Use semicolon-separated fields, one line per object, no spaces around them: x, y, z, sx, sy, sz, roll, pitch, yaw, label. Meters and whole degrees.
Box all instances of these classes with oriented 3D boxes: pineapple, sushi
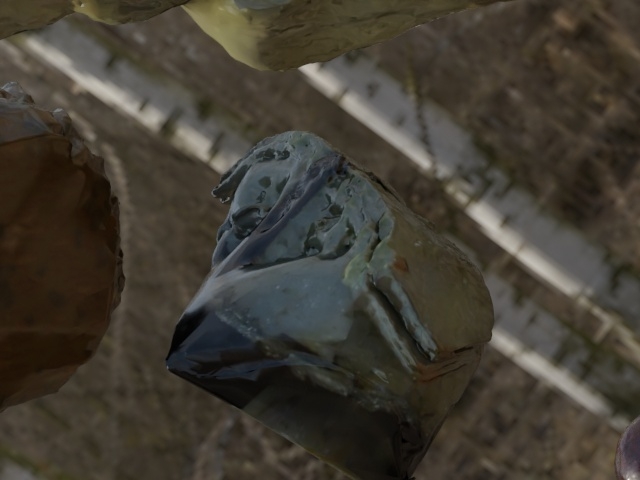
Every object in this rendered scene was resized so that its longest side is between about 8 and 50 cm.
-0.260;-0.023;1.093;0.202;0.202;0.362;-54;34;-5;pineapple
0.015;0.005;0.974;0.109;0.134;0.273;-54;12;21;sushi

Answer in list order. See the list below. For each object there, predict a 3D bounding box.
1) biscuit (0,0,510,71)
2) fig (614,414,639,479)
0.061;-0.100;0.360;0.045;0.299;0.154;149;124;-76;biscuit
0.274;0.181;1.301;0.109;0.155;0.103;-14;-45;-31;fig
